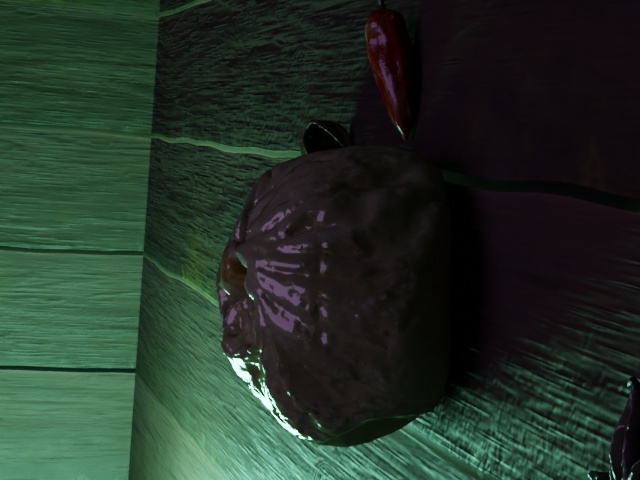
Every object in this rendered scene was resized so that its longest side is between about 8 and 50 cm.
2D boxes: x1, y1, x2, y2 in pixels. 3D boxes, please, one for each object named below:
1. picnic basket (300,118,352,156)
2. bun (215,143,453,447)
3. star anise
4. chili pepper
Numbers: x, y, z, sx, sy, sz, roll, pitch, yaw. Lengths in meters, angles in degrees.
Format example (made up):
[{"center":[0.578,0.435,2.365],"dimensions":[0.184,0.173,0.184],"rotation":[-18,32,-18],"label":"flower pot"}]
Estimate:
[{"center":[0.011,-0.126,1.670],"dimensions":[0.083,0.072,0.072],"rotation":[126,144,-75],"label":"picnic basket"},{"center":[0.004,0.053,1.409],"dimensions":[0.352,0.227,0.349],"rotation":[-103,22,-45],"label":"bun"},{"center":[0.238,0.195,0.930],"dimensions":[0.182,0.065,0.195],"rotation":[151,117,-75],"label":"star anise"},{"center":[0.084,-0.208,1.491],"dimensions":[0.059,0.050,0.191],"rotation":[156,103,-67],"label":"chili pepper"}]
